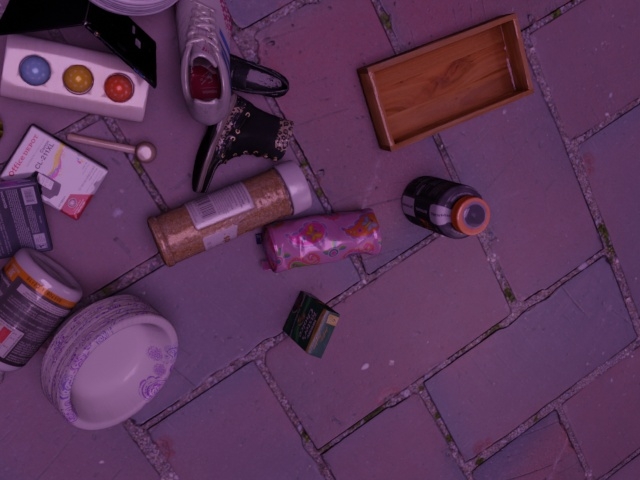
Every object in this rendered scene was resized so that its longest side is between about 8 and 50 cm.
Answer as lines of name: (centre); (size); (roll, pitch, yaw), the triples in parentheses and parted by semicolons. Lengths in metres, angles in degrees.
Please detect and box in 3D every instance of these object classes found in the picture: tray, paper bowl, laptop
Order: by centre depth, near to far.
laptop: (-0.458, -0.389, 1.430); (0.136, 0.234, 0.264); (-38, 125, 15)
paper bowl: (-0.455, 0.244, 1.566); (0.284, 0.148, 0.284); (-32, 139, -33)
tray: (0.307, -0.385, 1.788); (0.410, 0.076, 0.203); (-24, 108, -15)

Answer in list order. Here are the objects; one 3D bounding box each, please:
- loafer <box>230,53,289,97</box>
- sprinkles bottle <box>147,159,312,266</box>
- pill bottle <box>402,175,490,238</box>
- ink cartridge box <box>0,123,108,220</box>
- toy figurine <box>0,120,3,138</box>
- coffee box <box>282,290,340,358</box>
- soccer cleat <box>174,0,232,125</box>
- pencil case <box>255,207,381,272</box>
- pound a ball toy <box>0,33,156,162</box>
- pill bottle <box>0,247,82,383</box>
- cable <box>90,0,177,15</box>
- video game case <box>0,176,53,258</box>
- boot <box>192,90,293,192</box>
loafer: (-0.173, -0.363, 1.612); (0.223, 0.078, 0.076); (12, 97, -20)
sprinkles bottle: (-0.200, -0.063, 1.646); (0.355, 0.121, 0.121); (-23, 108, -14)
pill bottle: (0.302, -0.077, 1.757); (0.130, 0.245, 0.130); (-4, 103, -19)
ink cartridge box: (-0.550, -0.141, 1.526); (0.175, 0.072, 0.127); (32, 90, -24)
toy figurine: (-0.768, -0.276, 1.340); (0.191, 0.217, 0.362); (-43, 111, -7)
coffee box: (-0.024, 0.193, 1.730); (0.040, 0.184, 0.113); (24, 93, -24)
soccer cleat: (-0.234, -0.403, 1.504); (0.116, 0.143, 0.331); (-7, 84, -5)
pencil case: (0.000, 0.000, 1.737); (0.284, 0.124, 0.124); (-11, 105, -18)
pound a ball toy: (-0.472, -0.281, 1.491); (0.319, 0.136, 0.208); (9, 98, -21)
pill bottle: (-0.634, 0.165, 1.511); (0.162, 0.162, 0.278); (41, 88, -23)
cable: (-0.358, -0.555, 1.391); (0.257, 0.089, 0.257); (-45, 110, -16)
video game case: (-0.690, -0.028, 1.469); (0.274, 0.026, 0.196); (-10, 139, -17)
boot: (-0.173, -0.195, 1.648); (0.178, 0.085, 0.236); (19, 96, -25)
